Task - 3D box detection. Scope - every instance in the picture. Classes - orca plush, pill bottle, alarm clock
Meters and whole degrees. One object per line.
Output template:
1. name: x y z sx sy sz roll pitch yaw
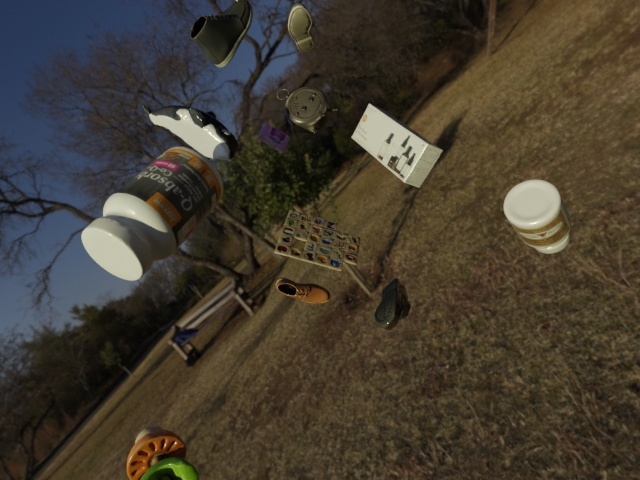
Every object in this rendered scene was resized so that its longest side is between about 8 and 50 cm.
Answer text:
1. orca plush: -0.318 -0.295 1.109 0.287 0.151 0.102 16 46 28
2. pill bottle: -0.335 -0.060 0.874 0.162 0.162 0.279 -37 18 44
3. alarm clock: -0.055 -0.401 1.264 0.129 0.192 0.064 -52 -19 -7
4. pill bottle: 0.580 -0.052 1.116 0.131 0.229 0.131 -19 56 32

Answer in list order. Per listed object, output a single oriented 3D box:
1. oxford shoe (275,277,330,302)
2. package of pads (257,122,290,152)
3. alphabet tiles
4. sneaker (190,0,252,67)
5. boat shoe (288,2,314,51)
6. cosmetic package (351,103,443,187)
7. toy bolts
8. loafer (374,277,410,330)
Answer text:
1. oxford shoe: -0.066 0.196 1.578 0.076 0.212 0.076 -117 39 -83
2. package of pads: -0.130 -0.287 1.182 0.032 0.083 0.050 2 68 63
3. alphabet tiles: 0.000 0.000 1.266 0.198 0.237 0.009 -76 2 -48
4. sneaker: -0.267 -0.604 1.165 0.083 0.118 0.222 7 72 34
5. boat shoe: -0.063 -0.651 1.277 0.075 0.065 0.206 -18 -8 4
6. cosmetic package: 0.171 -0.229 0.999 0.060 0.239 0.099 12 -62 -39
7. toy bolts: -0.336 0.471 0.755 0.228 0.219 0.158 -21 24 -28
8. loafer: 0.199 0.168 1.090 0.080 0.078 0.220 -47 2 26
